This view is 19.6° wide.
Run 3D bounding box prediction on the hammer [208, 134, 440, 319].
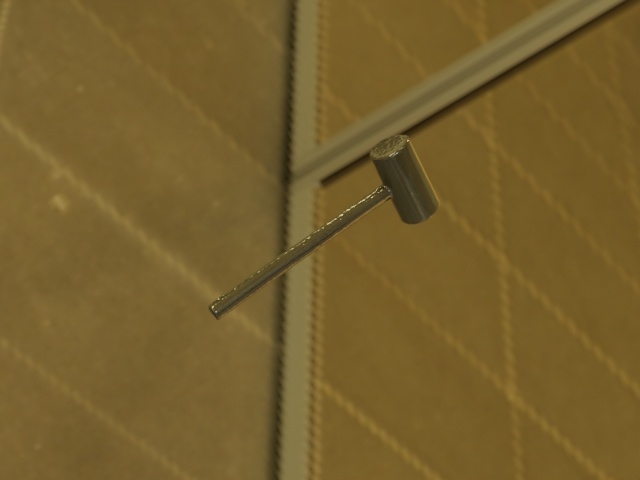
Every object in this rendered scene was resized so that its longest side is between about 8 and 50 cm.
[{"bbox_3d":[0.000,0.000,0.773,0.019,0.110,0.035,30,-28,59],"label":"hammer"}]
